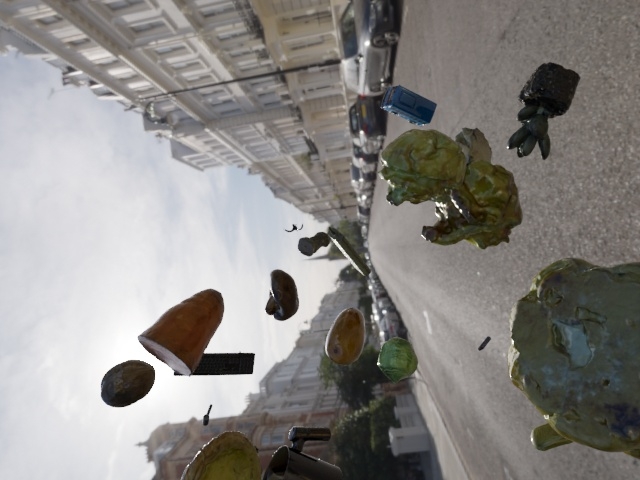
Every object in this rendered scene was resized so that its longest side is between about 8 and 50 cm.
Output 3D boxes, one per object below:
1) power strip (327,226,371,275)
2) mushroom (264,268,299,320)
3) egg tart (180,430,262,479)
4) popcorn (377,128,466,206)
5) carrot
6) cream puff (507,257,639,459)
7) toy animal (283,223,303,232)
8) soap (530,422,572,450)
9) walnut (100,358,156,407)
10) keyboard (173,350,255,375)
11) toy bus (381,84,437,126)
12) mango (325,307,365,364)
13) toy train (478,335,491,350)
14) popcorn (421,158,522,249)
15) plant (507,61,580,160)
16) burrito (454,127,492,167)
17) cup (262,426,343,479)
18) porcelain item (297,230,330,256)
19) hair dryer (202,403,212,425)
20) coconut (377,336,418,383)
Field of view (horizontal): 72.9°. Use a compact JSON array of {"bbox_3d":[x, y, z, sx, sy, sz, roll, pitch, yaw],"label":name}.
[{"bbox_3d":[0.099,0.034,1.587,0.268,0.034,0.092,50,175,-37],"label":"power strip"},{"bbox_3d":[-0.151,0.222,1.798,0.231,0.138,0.194,100,177,-55],"label":"mushroom"},{"bbox_3d":[-0.341,0.793,1.418,0.345,0.132,0.345,-1,-88,-50],"label":"egg tart"},{"bbox_3d":[0.250,-0.176,1.053,0.221,0.204,0.183,0,-93,-45],"label":"popcorn"},{"bbox_3d":[-0.317,0.210,1.085,0.225,0.159,0.159,-51,-38,-39],"label":"carrot"},{"bbox_3d":[0.499,0.189,0.725,0.324,0.257,0.291,3,79,56],"label":"cream puff"},{"bbox_3d":[-0.100,-0.050,1.704,0.050,0.084,0.028,1,-104,-71],"label":"toy animal"},{"bbox_3d":[0.761,0.638,1.424,0.045,0.140,0.089,55,-161,-20],"label":"soap"},{"bbox_3d":[-0.591,0.437,1.333,0.140,0.162,0.140,51,175,6],"label":"walnut"},{"bbox_3d":[-0.415,0.485,1.709,0.018,0.310,0.100,-154,71,-70],"label":"keyboard"},{"bbox_3d":[0.333,-0.508,1.632,0.106,0.185,0.090,-149,78,-72],"label":"toy bus"},{"bbox_3d":[0.069,0.223,1.042,0.184,0.085,0.102,-48,-47,-57],"label":"mango"},{"bbox_3d":[0.725,0.457,1.916,0.017,0.083,0.017,56,154,-11],"label":"toy train"},{"bbox_3d":[0.496,-0.124,1.411,0.325,0.290,0.321,88,-167,-77],"label":"popcorn"},{"bbox_3d":[0.666,-0.387,1.325,0.149,0.146,0.274,-11,-60,-73],"label":"plant"},{"bbox_3d":[0.647,-0.345,1.860,0.190,0.135,0.332,53,-144,-22],"label":"burrito"},{"bbox_3d":[-0.052,0.664,1.248,0.177,0.166,0.239,33,-151,-13],"label":"cup"},{"bbox_3d":[0.000,0.000,1.831,0.216,0.081,0.069,-26,-46,-50],"label":"porcelain item"},{"bbox_3d":[-0.455,0.700,1.753,0.083,0.026,0.047,-82,8,-55],"label":"hair dryer"},{"bbox_3d":[0.165,0.255,0.921,0.088,0.088,0.096,63,-146,-71],"label":"coconut"}]
